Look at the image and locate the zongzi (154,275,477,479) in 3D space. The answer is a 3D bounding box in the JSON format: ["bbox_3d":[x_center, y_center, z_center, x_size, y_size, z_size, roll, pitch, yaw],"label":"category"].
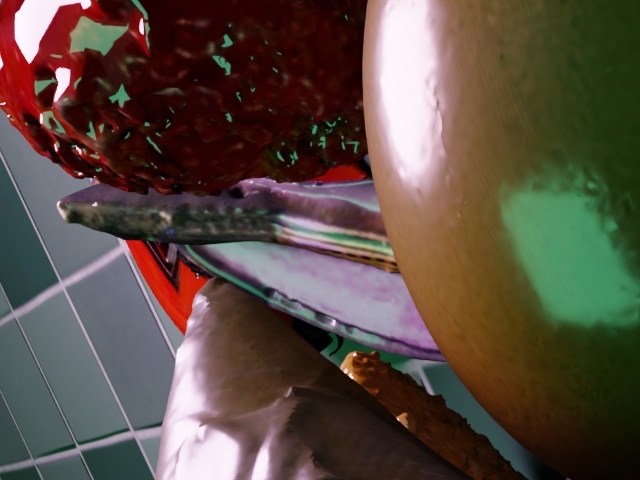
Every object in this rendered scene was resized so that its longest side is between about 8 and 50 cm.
[{"bbox_3d":[0.066,0.120,0.610,0.356,0.174,0.393,-33,49,41],"label":"zongzi"}]

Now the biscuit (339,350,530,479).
[{"bbox_3d":[0.105,0.155,1.124,0.254,0.035,0.254,42,-175,-5],"label":"biscuit"}]

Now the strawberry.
[{"bbox_3d":[-0.050,-0.127,1.061,0.220,0.274,0.274,46,156,-2],"label":"strawberry"}]

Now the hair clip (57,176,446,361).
[{"bbox_3d":[0.000,0.002,1.148,0.358,0.110,0.095,12,176,22],"label":"hair clip"}]

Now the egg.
[{"bbox_3d":[0.141,-0.048,0.724,0.322,0.250,0.250,67,158,16],"label":"egg"}]

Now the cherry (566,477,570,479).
[{"bbox_3d":[0.187,0.120,0.999,0.148,0.115,0.188,-73,-22,-65],"label":"cherry"}]

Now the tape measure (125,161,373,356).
[{"bbox_3d":[-0.067,-0.024,1.359,0.253,0.114,0.260,52,154,28],"label":"tape measure"}]
